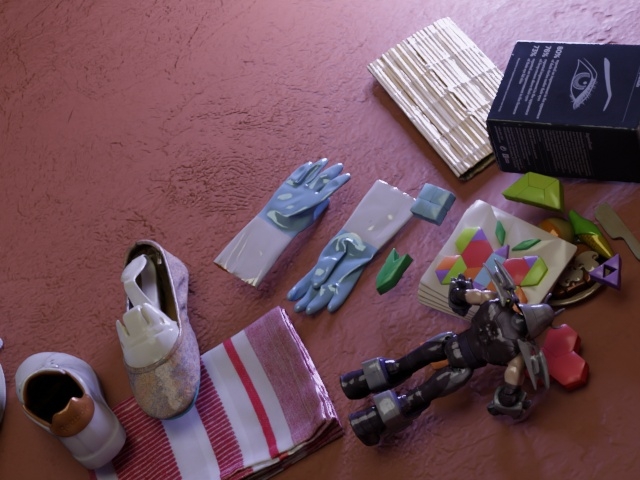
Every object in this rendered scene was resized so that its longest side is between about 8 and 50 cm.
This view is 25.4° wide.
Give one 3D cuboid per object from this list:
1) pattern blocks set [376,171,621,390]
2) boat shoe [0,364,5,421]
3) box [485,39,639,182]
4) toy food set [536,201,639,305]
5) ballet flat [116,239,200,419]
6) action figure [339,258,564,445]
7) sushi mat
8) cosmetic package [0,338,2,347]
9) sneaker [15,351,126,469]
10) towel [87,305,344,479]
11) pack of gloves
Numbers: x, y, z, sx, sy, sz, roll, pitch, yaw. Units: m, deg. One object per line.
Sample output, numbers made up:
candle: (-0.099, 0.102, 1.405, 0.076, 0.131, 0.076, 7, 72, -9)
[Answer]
pattern blocks set: (0.218, 0.039, 1.766, 0.325, 0.026, 0.285, 10, 67, 36)
boat shoe: (-0.492, 0.254, 1.965, 0.079, 0.084, 0.233, -12, 50, 19)
box: (0.340, -0.170, 1.851, 0.207, 0.108, 0.153, 8, 55, 26)
toy food set: (0.298, 0.024, 1.763, 0.192, 0.038, 0.132, -32, 43, 0)
ballet flat: (-0.230, 0.109, 1.904, 0.107, 0.106, 0.316, -28, 35, 8)
action figure: (0.160, 0.137, 1.672, 0.285, 0.099, 0.185, -28, 58, 20)
sushi mat: (0.192, -0.212, 2.049, 0.151, 0.019, 0.316, -32, 44, -1)
cosmetic package: (-0.752, 0.143, 2.032, 0.393, 0.329, 0.327, 10, 56, 36)
sneaker: (-0.356, 0.193, 1.896, 0.106, 0.123, 0.290, -45, 32, -12)
towel: (-0.151, 0.240, 1.822, 0.329, 0.037, 0.237, -31, 42, 1)
pack of gloves: (0.000, 0.000, 1.962, 0.195, 0.046, 0.232, 31, 69, 28)
